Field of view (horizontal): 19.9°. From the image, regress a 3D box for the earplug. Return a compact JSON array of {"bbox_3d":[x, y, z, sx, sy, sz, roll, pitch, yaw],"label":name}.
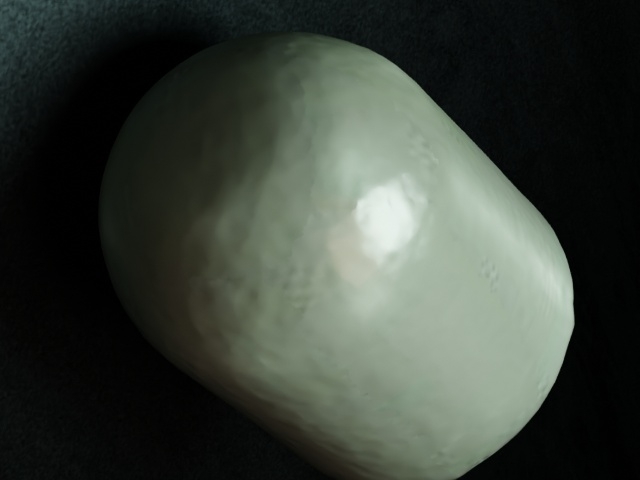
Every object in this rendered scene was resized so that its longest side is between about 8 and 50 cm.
[{"bbox_3d":[0.000,0.000,1.509,0.313,0.312,0.394,-58,143,-8],"label":"earplug"}]
